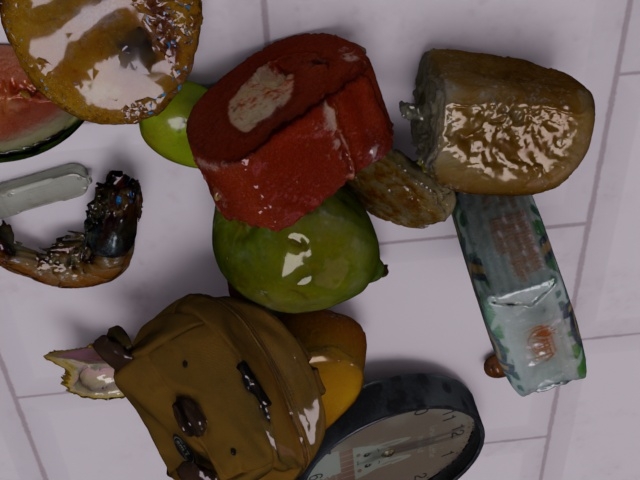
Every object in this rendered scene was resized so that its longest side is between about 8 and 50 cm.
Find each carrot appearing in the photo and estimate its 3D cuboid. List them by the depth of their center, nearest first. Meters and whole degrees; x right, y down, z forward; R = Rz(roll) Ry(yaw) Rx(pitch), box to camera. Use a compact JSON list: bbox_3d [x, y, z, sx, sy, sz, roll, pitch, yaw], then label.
[{"bbox_3d":[0.375,0.197,1.800,0.186,0.060,0.060,-27,130,23],"label":"carrot"}]

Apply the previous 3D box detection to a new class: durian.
[{"bbox_3d":[-0.377,0.203,1.675,0.140,0.078,0.224,-21,148,24],"label":"durian"}]

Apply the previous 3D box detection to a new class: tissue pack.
[{"bbox_3d":[0.281,0.038,1.471,0.128,0.311,0.228,-19,132,9],"label":"tissue pack"}]

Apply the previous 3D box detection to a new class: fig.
[{"bbox_3d":[0.000,-0.009,1.472,0.314,0.233,0.233,2,132,-24],"label":"fig"}]

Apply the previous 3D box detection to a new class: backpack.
[{"bbox_3d":[-0.161,0.238,1.540,0.353,0.201,0.378,56,139,3],"label":"backpack"}]

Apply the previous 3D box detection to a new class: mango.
[{"bbox_3d":[-0.179,-0.152,1.386,0.117,0.089,0.163,-33,128,20],"label":"mango"}]

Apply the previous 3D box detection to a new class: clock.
[{"bbox_3d":[0.126,0.398,1.884,0.386,0.076,0.386,-13,138,-12],"label":"clock"}]

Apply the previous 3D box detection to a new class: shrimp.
[{"bbox_3d":[-0.374,-0.016,1.479,0.222,0.054,0.290,7,142,-24],"label":"shrimp"}]

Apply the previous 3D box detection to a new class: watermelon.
[{"bbox_3d":[-0.440,-0.158,1.319,0.303,0.128,0.159,0,131,-8],"label":"watermelon"}]

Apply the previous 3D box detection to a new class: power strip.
[{"bbox_3d":[-0.423,-0.070,1.466,0.191,0.030,0.047,-15,134,6],"label":"power strip"}]

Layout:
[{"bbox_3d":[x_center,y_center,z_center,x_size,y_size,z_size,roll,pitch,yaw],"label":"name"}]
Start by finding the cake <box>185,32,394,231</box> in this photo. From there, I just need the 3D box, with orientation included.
[{"bbox_3d":[-0.043,-0.149,1.317,0.283,0.177,0.151,-40,132,-16],"label":"cake"}]

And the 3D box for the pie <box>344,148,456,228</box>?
[{"bbox_3d":[0.106,-0.088,1.451,0.193,0.079,0.163,28,163,5],"label":"pie"}]

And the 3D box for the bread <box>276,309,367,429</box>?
[{"bbox_3d":[-0.034,0.224,1.706,0.195,0.143,0.270,20,128,-22],"label":"bread"}]

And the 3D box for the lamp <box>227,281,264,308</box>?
[{"bbox_3d":[-0.101,0.063,1.590,0.101,0.090,0.101,-15,115,-37],"label":"lamp"}]

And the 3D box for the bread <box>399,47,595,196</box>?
[{"bbox_3d":[0.225,-0.153,1.365,0.246,0.195,0.176,5,116,-9],"label":"bread"}]

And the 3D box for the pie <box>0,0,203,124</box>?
[{"bbox_3d":[-0.268,-0.274,1.251,0.273,0.069,0.273,-5,118,-9],"label":"pie"}]
